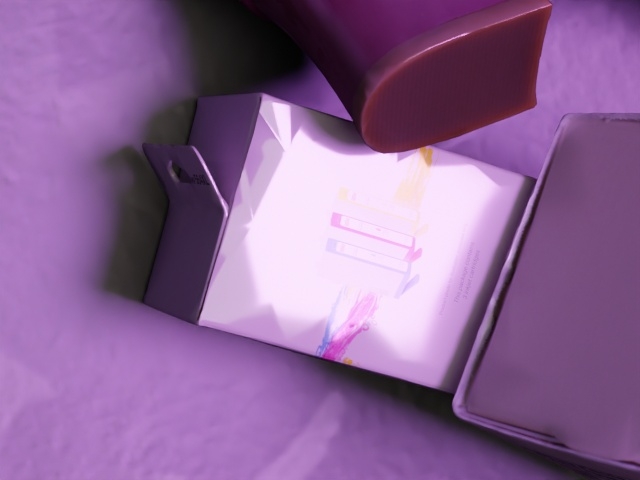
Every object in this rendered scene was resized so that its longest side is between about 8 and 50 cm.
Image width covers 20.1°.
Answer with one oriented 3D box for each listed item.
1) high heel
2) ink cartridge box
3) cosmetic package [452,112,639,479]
[{"bbox_3d":[0.132,-0.165,0.728,0.377,0.127,0.181,-17,56,-24],"label":"high heel"},{"bbox_3d":[0.000,0.000,0.708,0.143,0.092,0.090,16,87,-18],"label":"ink cartridge box"},{"bbox_3d":[0.215,0.067,0.708,0.296,0.153,0.129,27,80,-39],"label":"cosmetic package"}]
